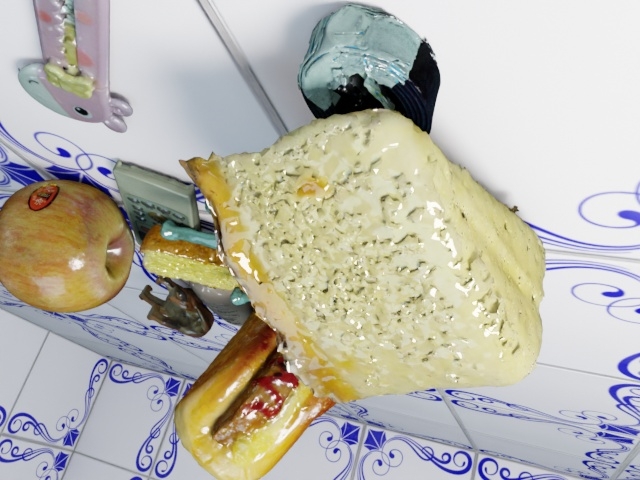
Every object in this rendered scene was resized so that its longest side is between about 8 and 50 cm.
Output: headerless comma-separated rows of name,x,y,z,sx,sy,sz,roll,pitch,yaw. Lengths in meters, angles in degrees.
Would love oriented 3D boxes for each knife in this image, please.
knife,-0.231,-0.199,0.546,0.132,0.038,0.398,20,157,-14

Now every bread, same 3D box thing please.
bread,-0.195,0.027,0.938,0.187,0.065,0.103,12,157,-23
bread,0.069,-0.014,0.612,0.248,0.279,0.315,-10,115,31

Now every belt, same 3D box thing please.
belt,0.041,-0.125,0.491,0.105,0.058,0.140,-4,149,36

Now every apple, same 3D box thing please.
apple,-0.403,0.009,0.943,0.187,0.211,0.211,7,157,4

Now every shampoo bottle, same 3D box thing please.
shampoo bottle,-0.189,0.102,1.167,0.127,0.078,0.257,17,161,11

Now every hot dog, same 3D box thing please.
hot dog,-0.064,0.218,1.037,0.223,0.405,0.185,-36,99,31

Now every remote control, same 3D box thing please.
remote control,-0.250,-0.035,0.945,0.123,0.038,0.285,19,158,-3

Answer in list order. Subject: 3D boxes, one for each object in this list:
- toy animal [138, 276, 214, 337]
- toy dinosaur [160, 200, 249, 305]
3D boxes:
toy animal,-0.288,0.142,1.265,0.157,0.097,0.312,33,174,-26
toy dinosaur,0.000,0.000,0.791,0.330,0.129,0.383,-7,150,29
